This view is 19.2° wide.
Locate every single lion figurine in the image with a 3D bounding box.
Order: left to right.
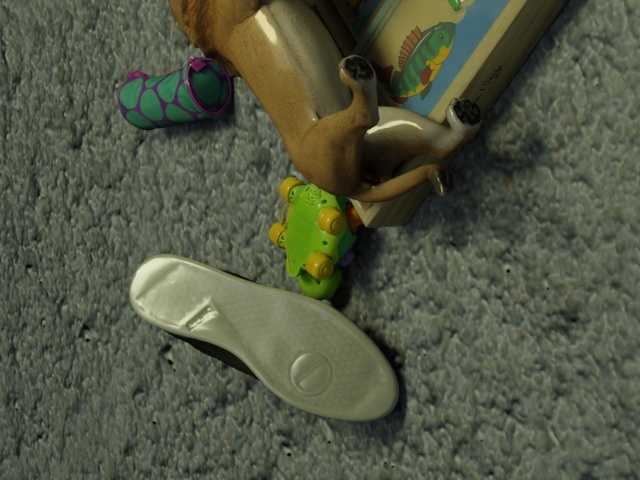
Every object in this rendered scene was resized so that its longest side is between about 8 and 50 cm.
[{"bbox_3d":[-0.015,-0.156,1.725,0.240,0.142,0.392,-51,58,51],"label":"lion figurine"}]

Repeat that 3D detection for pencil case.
[{"bbox_3d":[-0.159,-0.160,2.057,0.151,0.064,0.070,-8,103,53],"label":"pencil case"}]

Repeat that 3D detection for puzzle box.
[{"bbox_3d":[0.093,-0.243,1.727,0.409,0.052,0.272,-56,50,39],"label":"puzzle box"}]

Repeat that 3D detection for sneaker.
[{"bbox_3d":[-0.039,0.099,1.906,0.295,0.147,0.105,24,89,18],"label":"sneaker"}]

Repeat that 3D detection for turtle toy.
[{"bbox_3d":[0.000,0.000,1.859,0.095,0.066,0.130,40,124,46],"label":"turtle toy"}]
